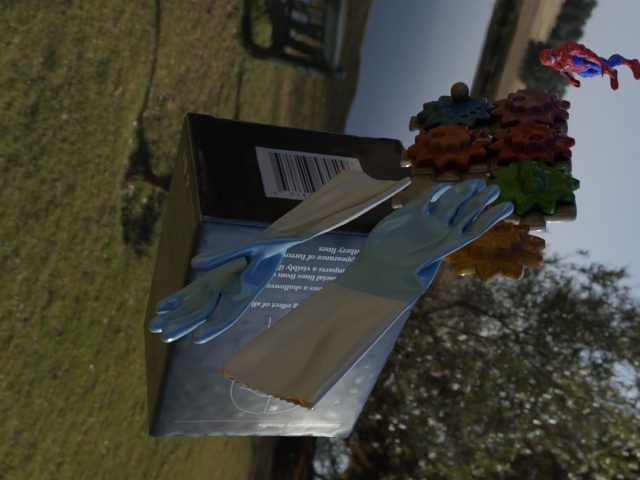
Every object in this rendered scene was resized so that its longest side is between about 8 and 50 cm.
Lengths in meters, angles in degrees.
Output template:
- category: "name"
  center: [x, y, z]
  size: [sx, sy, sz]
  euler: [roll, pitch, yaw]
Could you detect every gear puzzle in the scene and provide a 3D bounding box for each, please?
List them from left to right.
- category: "gear puzzle"
  center: [0.158, -0.072, 0.751]
  size: [0.339, 0.175, 0.044]
  euler: [-71, 157, -52]

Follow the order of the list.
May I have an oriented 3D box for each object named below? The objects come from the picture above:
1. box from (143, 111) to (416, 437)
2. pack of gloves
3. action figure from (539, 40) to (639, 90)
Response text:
- category: "box"
  center: [-0.060, 0.064, 1.029]
  size: [0.212, 0.293, 0.395]
  euler: [-107, -151, -46]
- category: "pack of gloves"
  center: [0.000, 0.000, 0.521]
  size: [0.232, 0.195, 0.046]
  euler: [-39, 119, -32]
- category: "action figure"
  center: [0.223, -0.146, 0.650]
  size: [0.038, 0.115, 0.030]
  euler: [-16, -106, 54]
